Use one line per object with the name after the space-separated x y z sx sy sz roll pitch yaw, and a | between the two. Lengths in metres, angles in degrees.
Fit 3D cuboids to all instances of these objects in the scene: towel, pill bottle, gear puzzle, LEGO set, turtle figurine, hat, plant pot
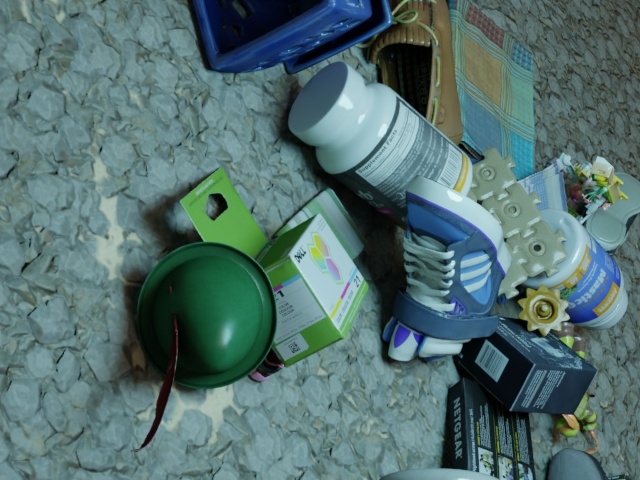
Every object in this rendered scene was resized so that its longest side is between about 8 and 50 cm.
0.391 -0.019 1.832 0.285 0.034 0.209 -24 108 -47 | towel
0.455 0.065 1.766 0.272 0.152 0.152 35 49 -43 | pill bottle
0.316 0.010 1.648 0.175 0.044 0.339 -28 70 -7 | gear puzzle
0.514 -0.090 1.903 0.132 0.107 0.287 46 5 -7 | LEGO set
0.436 0.258 1.742 0.269 0.087 0.217 29 54 -35 | turtle figurine
0.000 0.000 1.462 0.113 0.023 0.152 56 45 -9 | towel
0.340 -0.287 1.925 0.271 0.040 0.370 29 54 -36 | towel
-0.127 0.111 1.114 0.173 0.183 0.209 -1 94 -8 | hat
0.093 -0.143 1.514 0.278 0.162 0.162 35 50 -29 | pill bottle
-0.038 -0.384 1.441 0.212 0.236 0.236 -2 74 -53 | plant pot

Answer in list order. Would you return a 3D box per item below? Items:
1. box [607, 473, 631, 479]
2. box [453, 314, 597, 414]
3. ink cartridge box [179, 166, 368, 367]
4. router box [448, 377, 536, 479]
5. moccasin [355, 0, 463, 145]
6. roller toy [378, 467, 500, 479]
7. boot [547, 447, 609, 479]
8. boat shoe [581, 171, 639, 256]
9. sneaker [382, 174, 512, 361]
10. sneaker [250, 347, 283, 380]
0.518 0.532 1.727 0.087 0.058 0.232 49 44 -18 | box
0.332 0.200 1.587 0.158 0.093 0.156 10 22 -37 | box
-0.056 0.011 1.296 0.255 0.097 0.189 58 20 -10 | ink cartridge box
0.268 0.316 1.525 0.133 0.046 0.179 25 42 -19 | router box
0.144 -0.331 1.683 0.147 0.139 0.380 5 78 -54 | moccasin
0.162 0.387 1.327 0.191 0.209 0.146 73 18 -62 | roller toy
0.352 0.452 1.558 0.222 0.118 0.338 32 45 -23 | boot
0.601 -0.046 2.052 0.114 0.091 0.302 36 43 14 | boat shoe
0.166 0.069 1.447 0.236 0.130 0.323 -58 147 -8 | sneaker
-0.084 0.126 1.287 0.047 0.057 0.119 -34 97 -45 | sneaker
